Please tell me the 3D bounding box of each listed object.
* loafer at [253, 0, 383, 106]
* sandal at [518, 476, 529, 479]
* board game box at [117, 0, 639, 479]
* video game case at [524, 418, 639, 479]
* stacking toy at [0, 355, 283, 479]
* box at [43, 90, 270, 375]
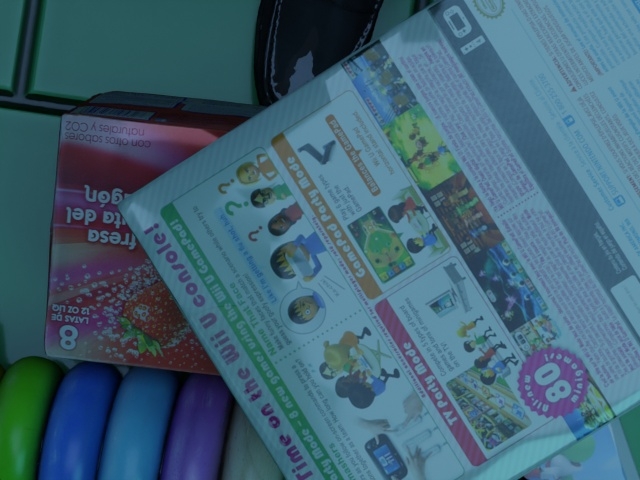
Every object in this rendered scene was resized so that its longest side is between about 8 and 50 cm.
[{"bbox_3d":[0.009,-0.179,1.093,0.076,0.078,0.223,18,85,-4],"label":"loafer"},{"bbox_3d":[0.147,0.246,1.011,0.446,0.167,0.107,40,101,-1],"label":"sandal"},{"bbox_3d":[0.086,-0.003,0.878,0.303,0.097,0.224,-31,88,2],"label":"board game box"},{"bbox_3d":[0.121,0.221,1.098,0.204,0.025,0.285,-18,87,-6],"label":"video game case"},{"bbox_3d":[-0.186,0.124,1.032,0.330,0.141,0.141,8,85,0],"label":"stacking toy"},{"bbox_3d":[0.000,0.000,1.018,0.300,0.154,0.142,6,101,0],"label":"box"}]
